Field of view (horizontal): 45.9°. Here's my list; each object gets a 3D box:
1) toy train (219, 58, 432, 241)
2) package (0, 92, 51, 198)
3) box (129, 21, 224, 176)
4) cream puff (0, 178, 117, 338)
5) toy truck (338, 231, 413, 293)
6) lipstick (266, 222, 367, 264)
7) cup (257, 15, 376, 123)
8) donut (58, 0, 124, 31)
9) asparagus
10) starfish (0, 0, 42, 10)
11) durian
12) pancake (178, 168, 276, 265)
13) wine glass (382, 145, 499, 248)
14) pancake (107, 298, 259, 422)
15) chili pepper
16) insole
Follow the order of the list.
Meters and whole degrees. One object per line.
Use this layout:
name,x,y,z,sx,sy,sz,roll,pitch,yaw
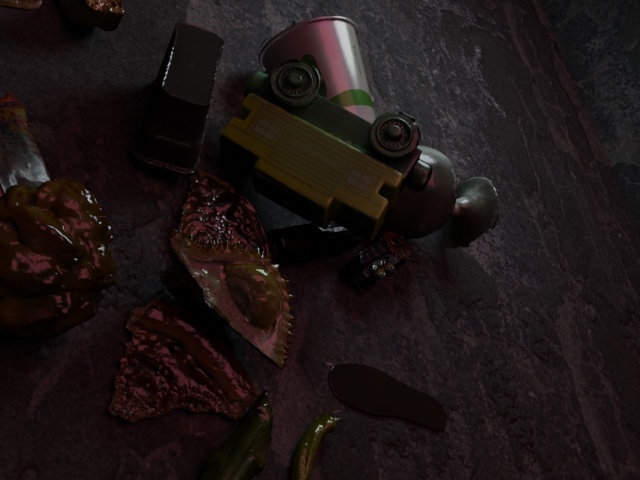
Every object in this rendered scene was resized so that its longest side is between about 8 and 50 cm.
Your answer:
toy train,0.002,-0.179,1.569,0.442,0.179,0.272,29,74,8
package,-0.517,-0.112,1.183,0.223,0.108,0.288,-16,78,-53
box,-0.275,-0.279,1.480,0.138,0.178,0.274,14,48,-16
cream puff,-0.398,0.030,1.096,0.244,0.196,0.244,48,35,-49
toy truck,0.125,0.046,1.710,0.092,0.083,0.192,54,39,8
lipstick,0.000,0.000,1.627,0.299,0.081,0.081,-8,67,-46
cup,0.008,-0.354,1.798,0.253,0.253,0.274,-7,75,-47
donut,-0.477,-0.507,1.516,0.085,0.141,0.217,-14,71,-38
asparagus,-0.148,0.374,1.197,0.085,0.082,0.343,46,38,-8
starfish,-0.695,-0.378,1.224,0.383,0.132,0.398,32,46,-29
durian,-0.167,0.089,1.309,0.306,0.172,0.166,53,32,-22
pancake,-0.182,-0.015,1.484,0.212,0.056,0.258,21,55,-22
wine glass,0.259,-0.106,1.848,0.322,0.238,0.238,19,49,-32
pancake,-0.237,0.226,1.242,0.266,0.057,0.244,50,40,-3
chili pepper,-0.023,0.381,1.349,0.208,0.043,0.049,-55,128,-45
insole,0.147,0.327,1.576,0.327,0.007,0.111,25,47,-29
